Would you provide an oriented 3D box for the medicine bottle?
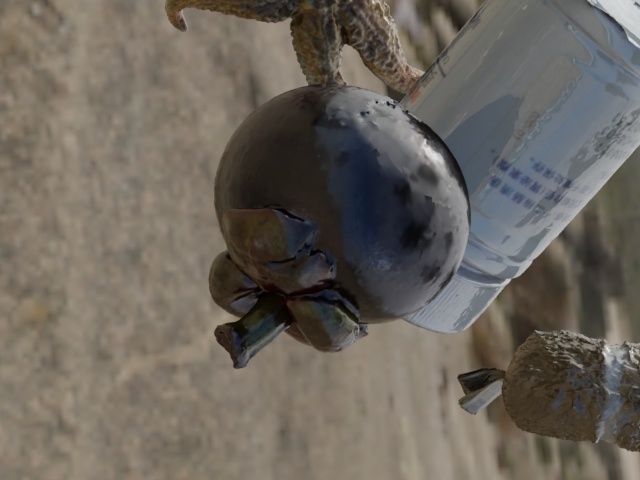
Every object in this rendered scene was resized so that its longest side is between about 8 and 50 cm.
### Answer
[{"bbox_3d":[0.164,-0.088,1.641,0.190,0.332,0.190,35,21,-15],"label":"medicine bottle"}]

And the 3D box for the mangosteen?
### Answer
[{"bbox_3d":[0.000,0.000,1.442,0.250,0.211,0.211,-58,158,-15],"label":"mangosteen"}]

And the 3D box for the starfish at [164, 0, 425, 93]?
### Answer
[{"bbox_3d":[-0.003,-0.277,1.960,0.094,0.327,0.375,-162,-110,-74],"label":"starfish"}]

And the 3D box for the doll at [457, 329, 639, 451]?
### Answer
[{"bbox_3d":[0.238,0.140,1.747,0.115,0.221,0.105,3,96,-65],"label":"doll"}]
